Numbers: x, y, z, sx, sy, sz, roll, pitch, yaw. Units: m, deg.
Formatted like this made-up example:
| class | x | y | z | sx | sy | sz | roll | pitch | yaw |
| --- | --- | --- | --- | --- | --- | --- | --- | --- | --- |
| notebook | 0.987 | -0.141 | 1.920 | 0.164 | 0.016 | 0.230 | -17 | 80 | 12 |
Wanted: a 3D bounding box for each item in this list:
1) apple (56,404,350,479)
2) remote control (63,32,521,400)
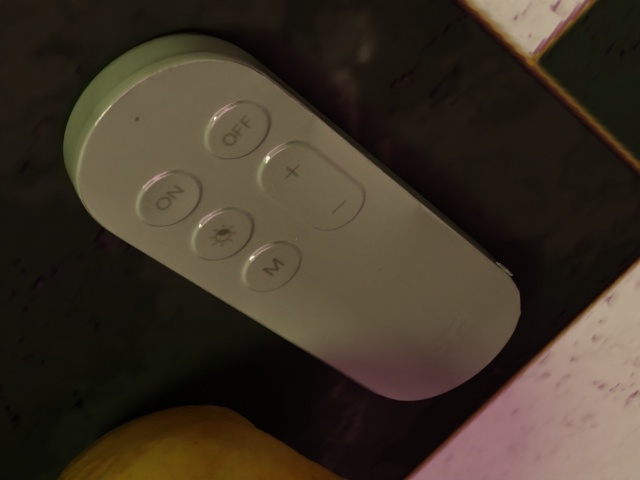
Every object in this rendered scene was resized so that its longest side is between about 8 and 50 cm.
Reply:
| class | x | y | z | sx | sy | sz | roll | pitch | yaw |
| --- | --- | --- | --- | --- | --- | --- | --- | --- | --- |
| apple | -0.044 | 0.152 | 0.563 | 0.199 | 0.199 | 0.199 | -18 | 136 | -18 |
| remote control | 0.000 | 0.000 | 0.563 | 0.077 | 0.022 | 0.245 | -42 | 138 | 11 |
